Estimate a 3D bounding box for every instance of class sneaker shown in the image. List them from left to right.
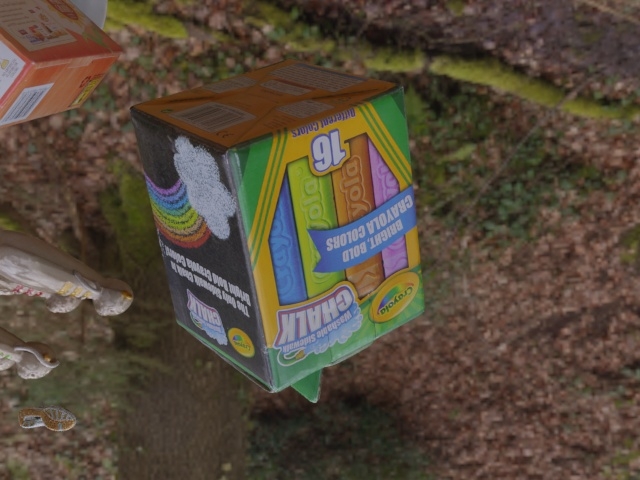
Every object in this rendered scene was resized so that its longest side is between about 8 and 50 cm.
[{"bbox_3d":[-0.338,0.220,1.158,0.083,0.031,0.037,1,-178,22],"label":"sneaker"}]

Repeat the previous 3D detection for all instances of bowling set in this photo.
[{"bbox_3d":[-0.346,0.099,0.974,0.154,0.199,0.287,30,165,-36],"label":"bowling set"}]

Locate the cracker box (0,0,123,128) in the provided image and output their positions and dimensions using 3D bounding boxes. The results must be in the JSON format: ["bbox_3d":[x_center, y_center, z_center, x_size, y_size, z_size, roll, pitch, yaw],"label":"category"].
[{"bbox_3d":[-0.267,-0.183,0.637,0.067,0.232,0.155,-46,-177,17],"label":"cracker box"}]

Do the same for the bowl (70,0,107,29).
[{"bbox_3d":[-0.431,-0.335,1.169,0.134,0.297,0.298,-6,170,39],"label":"bowl"}]

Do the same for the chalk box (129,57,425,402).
[{"bbox_3d":[-0.030,0.005,0.835,0.179,0.288,0.180,-25,-149,-29],"label":"chalk box"}]
